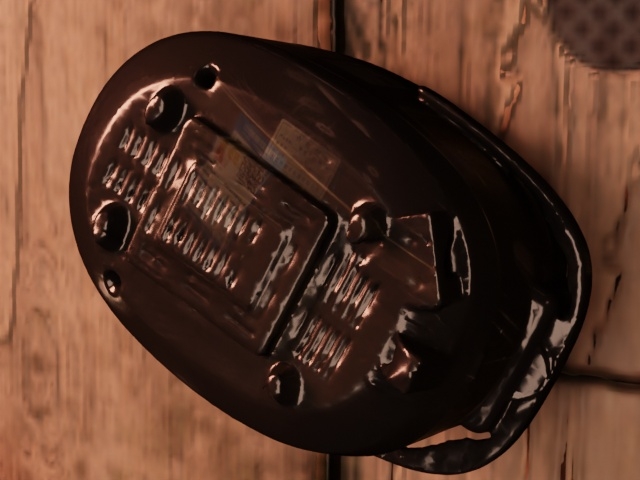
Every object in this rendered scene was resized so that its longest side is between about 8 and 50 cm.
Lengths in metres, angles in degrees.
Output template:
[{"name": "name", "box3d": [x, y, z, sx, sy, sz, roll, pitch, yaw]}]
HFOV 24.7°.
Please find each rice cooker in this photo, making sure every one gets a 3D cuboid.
[{"name": "rice cooker", "box3d": [0.000, 0.000, 0.454, 0.165, 0.106, 0.112, 35, 108, 30]}]
